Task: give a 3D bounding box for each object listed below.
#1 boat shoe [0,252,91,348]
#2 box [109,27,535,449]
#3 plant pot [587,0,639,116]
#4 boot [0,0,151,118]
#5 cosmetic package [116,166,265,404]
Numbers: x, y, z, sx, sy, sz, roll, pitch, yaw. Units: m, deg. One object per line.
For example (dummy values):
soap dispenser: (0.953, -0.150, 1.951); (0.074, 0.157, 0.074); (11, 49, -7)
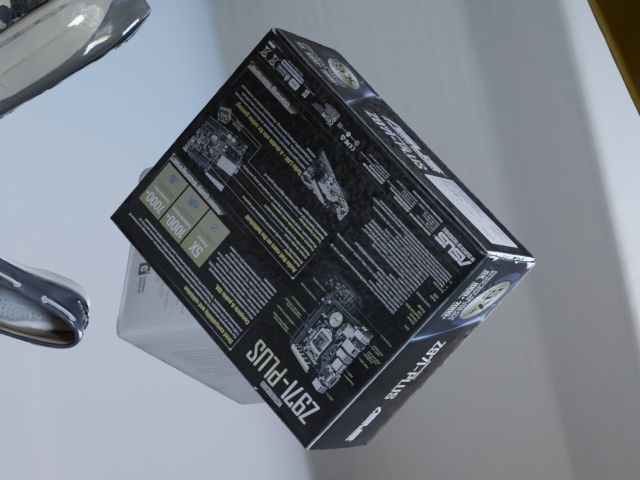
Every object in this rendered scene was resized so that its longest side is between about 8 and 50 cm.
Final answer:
boat shoe: (-0.199, 0.033, 1.047); (0.125, 0.046, 0.038); (21, -148, -14)
box: (0.000, 0.000, 0.956); (0.147, 0.180, 0.077); (-49, 158, 15)
plant pot: (0.222, -0.110, 0.574); (0.187, 0.212, 0.212); (-37, -157, -19)
boot: (-0.196, -0.092, 0.566); (0.236, 0.178, 0.085); (-27, -171, -2)
cosmetic package: (-0.045, 0.033, 1.427); (0.151, 0.151, 0.183); (-8, 152, 31)
